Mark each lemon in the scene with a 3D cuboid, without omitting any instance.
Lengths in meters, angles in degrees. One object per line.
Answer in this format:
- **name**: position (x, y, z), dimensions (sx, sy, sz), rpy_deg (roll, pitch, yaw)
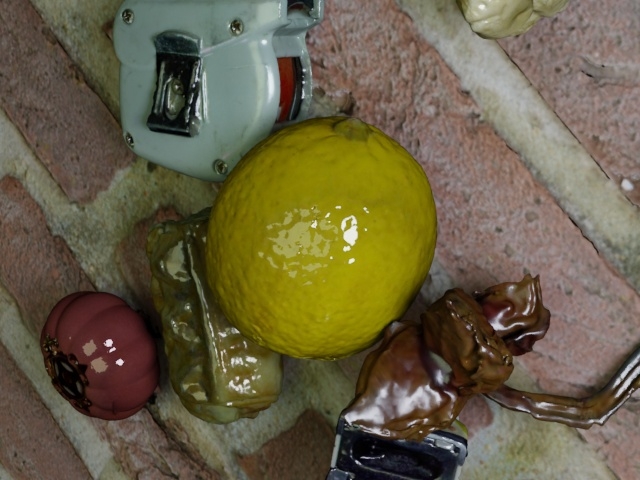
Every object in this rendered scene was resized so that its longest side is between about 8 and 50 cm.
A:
- **lemon**: position (0.001, 0.000, 1.155), dimensions (0.267, 0.267, 0.267), rpy_deg (6, 103, 30)

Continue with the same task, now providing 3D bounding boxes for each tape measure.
- **tape measure**: position (-0.127, -0.192, 1.264), dimensions (0.243, 0.125, 0.246), rpy_deg (7, 102, 30)

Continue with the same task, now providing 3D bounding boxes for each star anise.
- **star anise**: position (0.182, 0.116, 1.081), dimensions (0.237, 0.347, 0.148), rpy_deg (108, 157, -65)

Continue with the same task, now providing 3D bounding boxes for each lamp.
- **lamp**: position (-0.284, 0.148, 1.426), dimensions (0.182, 0.140, 0.182), rpy_deg (24, 127, 35)

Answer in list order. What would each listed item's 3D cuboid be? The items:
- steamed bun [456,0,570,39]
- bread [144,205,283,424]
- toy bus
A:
- **steamed bun**: position (0.152, -0.269, 1.043), dimensions (0.177, 0.192, 0.106), rpy_deg (43, 103, 7)
- **bread**: position (-0.124, 0.092, 1.317), dimensions (0.152, 0.130, 0.267), rpy_deg (-7, 96, 23)
- **toy bus**: position (0.075, 0.314, 1.207), dimensions (0.143, 0.179, 0.305), rpy_deg (13, 107, 10)
